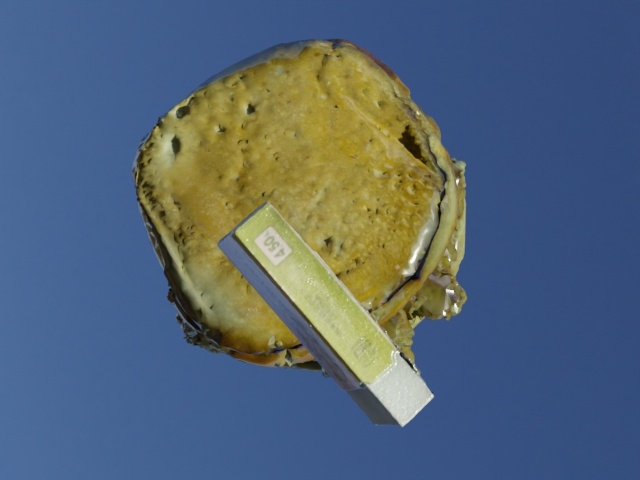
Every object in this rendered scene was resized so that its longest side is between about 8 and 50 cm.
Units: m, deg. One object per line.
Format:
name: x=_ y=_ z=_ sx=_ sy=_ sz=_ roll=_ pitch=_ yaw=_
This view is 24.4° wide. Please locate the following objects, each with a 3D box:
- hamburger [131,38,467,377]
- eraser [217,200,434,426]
hamburger: x=0.000 y=0.000 z=0.704 sx=0.131 sy=0.159 sz=0.185 roll=71 pitch=-7 yaw=-70
eraser: x=0.001 y=0.026 z=0.486 sx=0.083 sy=0.019 sz=0.038 roll=50 pitch=-15 yaw=-2
